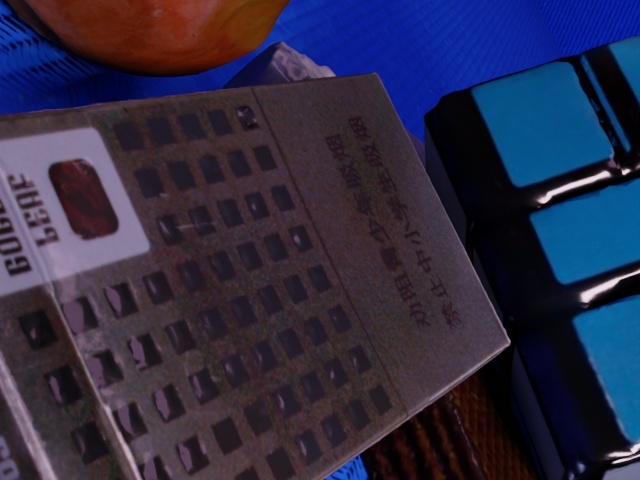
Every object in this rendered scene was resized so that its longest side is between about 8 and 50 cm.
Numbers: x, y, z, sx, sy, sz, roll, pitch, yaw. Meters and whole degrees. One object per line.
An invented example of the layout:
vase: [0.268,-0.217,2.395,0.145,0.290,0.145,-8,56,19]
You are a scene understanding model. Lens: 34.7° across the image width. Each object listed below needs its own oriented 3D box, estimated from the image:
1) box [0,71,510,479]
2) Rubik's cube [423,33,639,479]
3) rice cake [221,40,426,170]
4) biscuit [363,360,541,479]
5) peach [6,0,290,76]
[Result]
box: [-0.030,0.019,0.466,0.324,0.047,0.180,-20,84,-54]
Rubik's cube: [0.249,0.032,0.744,0.293,0.288,0.284,78,-4,-61]
rice cake: [0.044,-0.061,0.806,0.365,0.072,0.056,25,37,-55]
biscuit: [0.109,0.212,0.596,0.107,0.073,0.388,21,43,-56]
peach: [-0.071,-0.207,0.525,0.214,0.235,0.214,47,15,-17]
